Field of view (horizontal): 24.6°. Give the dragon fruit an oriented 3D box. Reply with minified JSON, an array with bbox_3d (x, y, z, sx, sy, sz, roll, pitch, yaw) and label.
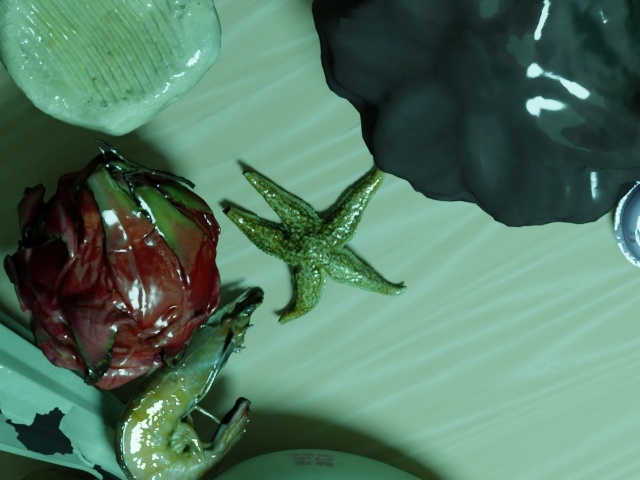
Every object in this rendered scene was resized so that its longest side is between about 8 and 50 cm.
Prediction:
[{"bbox_3d":[-0.203,0.019,1.464,0.233,0.234,0.293,10,151,-3],"label":"dragon fruit"}]

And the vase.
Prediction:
[{"bbox_3d":[-0.332,0.160,1.562,0.360,0.165,0.165,31,111,-27],"label":"vase"}]

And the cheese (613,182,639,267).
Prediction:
[{"bbox_3d":[0.361,-0.045,1.541,0.105,0.042,0.191,-3,113,2],"label":"cheese"}]

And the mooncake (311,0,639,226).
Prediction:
[{"bbox_3d":[0.177,-0.194,1.351,0.350,0.212,0.381,-17,112,41],"label":"mooncake"}]

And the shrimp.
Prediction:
[{"bbox_3d":[-0.124,0.164,1.590,0.251,0.052,0.143,-51,124,-11],"label":"shrimp"}]

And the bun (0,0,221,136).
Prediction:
[{"bbox_3d":[-0.211,-0.220,1.428,0.231,0.133,0.231,-1,105,-3],"label":"bun"}]

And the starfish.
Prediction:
[{"bbox_3d":[0.000,0.001,1.574,0.223,0.050,0.217,29,104,-16],"label":"starfish"}]

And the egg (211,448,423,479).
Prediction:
[{"bbox_3d":[0.029,0.352,1.622,0.371,0.230,0.230,12,114,-12],"label":"egg"}]

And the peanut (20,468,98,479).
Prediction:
[{"bbox_3d":[-0.211,0.415,1.671,0.387,0.169,0.192,49,63,-6],"label":"peanut"}]
